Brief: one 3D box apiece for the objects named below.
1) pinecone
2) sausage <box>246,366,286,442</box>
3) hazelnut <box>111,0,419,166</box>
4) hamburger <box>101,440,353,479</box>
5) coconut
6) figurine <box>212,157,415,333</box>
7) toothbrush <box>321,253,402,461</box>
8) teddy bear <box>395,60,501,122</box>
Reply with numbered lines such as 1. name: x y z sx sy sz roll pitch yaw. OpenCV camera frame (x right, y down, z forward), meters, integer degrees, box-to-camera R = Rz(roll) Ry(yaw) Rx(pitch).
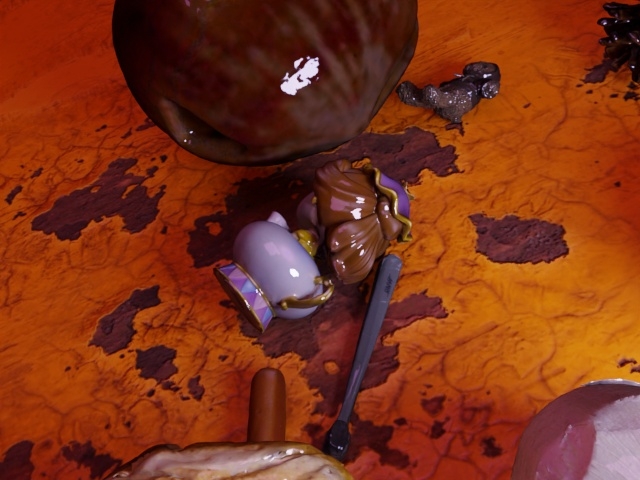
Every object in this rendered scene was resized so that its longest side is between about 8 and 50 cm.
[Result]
1. pinecone: 0.473 -0.309 1.194 0.207 0.208 0.208 -10 45 11
2. sausage: -0.061 0.201 0.999 0.039 0.041 0.131 -28 39 24
3. hazelnut: -0.081 -0.300 1.277 0.429 0.402 0.402 -39 47 -20
4. hamburger: -0.097 0.333 0.789 0.304 0.174 0.284 -3 49 17
5. coconut: 0.261 0.224 0.710 0.224 0.224 0.234 -15 6 6
6. figurine: 0.000 0.000 1.100 0.263 0.142 0.189 -36 45 -13
7. toothbrush: 0.053 0.127 1.039 0.030 0.031 0.297 18 51 3
8. teddy bear: 0.201 -0.213 1.287 0.160 0.078 0.119 -22 19 -25
